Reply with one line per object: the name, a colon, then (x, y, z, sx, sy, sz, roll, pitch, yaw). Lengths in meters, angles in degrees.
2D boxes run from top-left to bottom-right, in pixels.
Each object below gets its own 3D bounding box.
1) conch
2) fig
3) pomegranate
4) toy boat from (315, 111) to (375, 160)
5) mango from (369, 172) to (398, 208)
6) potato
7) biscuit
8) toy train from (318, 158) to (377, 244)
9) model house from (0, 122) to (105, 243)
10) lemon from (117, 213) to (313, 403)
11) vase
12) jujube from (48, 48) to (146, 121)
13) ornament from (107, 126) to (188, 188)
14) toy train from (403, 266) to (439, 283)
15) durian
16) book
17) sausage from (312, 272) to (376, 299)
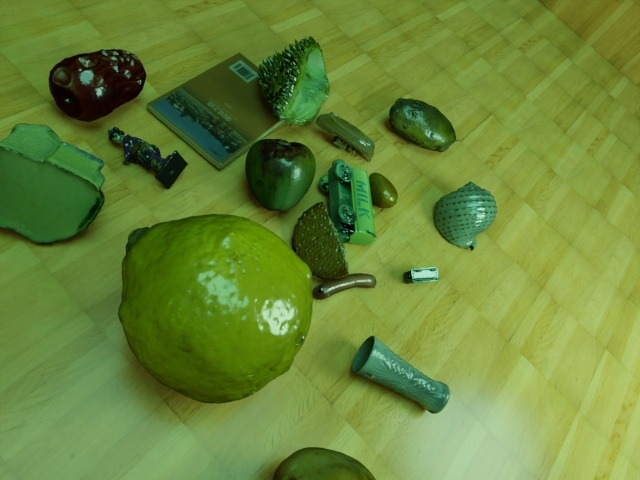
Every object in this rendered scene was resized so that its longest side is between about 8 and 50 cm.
conch: (0.439, -0.083, 1.403, 0.172, 0.131, 0.200, 7, 59, -19)
fig: (-0.101, -0.168, 1.214, 0.181, 0.181, 0.191, 11, 85, -16)
pomegranate: (0.006, 0.491, 0.850, 0.233, 0.233, 0.233, 10, 59, -17)
toy boat: (0.077, -0.304, 1.417, 0.206, 0.072, 0.064, 32, 39, -18)
mango: (0.176, -0.144, 1.373, 0.080, 0.060, 0.114, -23, 69, -34)
potato: (0.334, -0.372, 1.535, 0.251, 0.113, 0.149, 22, 57, -9)
biscuit: (-0.008, 0.011, 1.197, 0.126, 0.025, 0.206, -22, 71, 8)
toy train: (0.085, -0.098, 1.295, 0.157, 0.105, 0.253, 16, 56, -30)
model house: (-0.571, -0.127, 1.014, 0.214, 0.195, 0.189, 22, 30, -27)
lemon: (-0.197, 0.112, 0.899, 0.387, 0.350, 0.350, 42, 54, -9)
vase: (0.189, 0.315, 1.100, 0.219, 0.096, 0.096, 32, 55, -6)
jujube: (-0.538, -0.386, 1.171, 0.155, 0.155, 0.230, 43, 45, 5)
ornament: (-0.436, -0.206, 1.158, 0.203, 0.088, 0.081, 26, 79, 8)
toy train: (0.268, 0.094, 1.276, 0.093, 0.056, 0.038, -3, 80, -24)
durian: (-0.079, -0.467, 1.424, 0.198, 0.163, 0.394, 60, 30, -37)
book: (-0.255, -0.380, 1.350, 0.262, 0.028, 0.374, 41, 55, 3)
sausage: (0.062, 0.112, 1.192, 0.176, 0.040, 0.047, -11, 66, -29)
